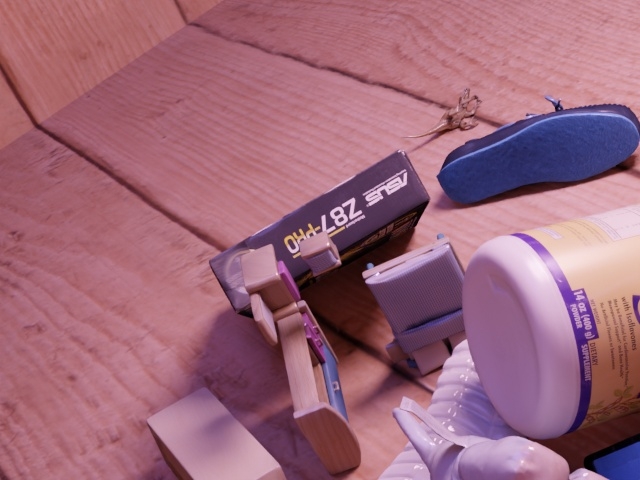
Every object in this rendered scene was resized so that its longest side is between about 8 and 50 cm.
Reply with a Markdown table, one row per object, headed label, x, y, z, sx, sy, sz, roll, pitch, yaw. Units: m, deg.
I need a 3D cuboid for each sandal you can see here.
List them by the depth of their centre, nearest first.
| label | x | y | z | sx | sy | sz | roll | pitch | yaw |
| --- | --- | --- | --- | --- | --- | --- | --- | --- | --- |
| sandal | 0.171 | 0.292 | 1.685 | 0.169 | 0.102 | 0.416 | 13 | 51 | 29 |

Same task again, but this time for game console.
| label | x | y | z | sx | sy | sz | roll | pitch | yaw |
| --- | --- | --- | --- | --- | --- | --- | --- | --- | --- |
| game console | 0.325 | 0.284 | 1.533 | 0.107 | 0.071 | 0.122 | -51 | 5 | -34 |

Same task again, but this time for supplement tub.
| label | x | y | z | sx | sy | sz | roll | pitch | yaw |
| --- | --- | --- | --- | --- | --- | --- | --- | --- | --- |
| supplement tub | 0.359 | 0.081 | 1.638 | 0.331 | 0.241 | 0.241 | -14 | 25 | -16 |

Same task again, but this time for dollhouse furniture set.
| label | x | y | z | sx | sy | sz | roll | pitch | yaw |
| --- | --- | --- | --- | --- | --- | --- | --- | --- | --- |
| dollhouse furniture set | 0.095 | 0.119 | 1.852 | 0.303 | 0.286 | 0.198 | -22 | 42 | 7 |

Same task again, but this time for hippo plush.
| label | x | y | z | sx | sy | sz | roll | pitch | yaw |
| --- | --- | --- | --- | --- | --- | --- | --- | --- | --- |
| hippo plush | 0.170 | 0.328 | 1.438 | 0.234 | 0.294 | 0.237 | 95 | -160 | -77 |

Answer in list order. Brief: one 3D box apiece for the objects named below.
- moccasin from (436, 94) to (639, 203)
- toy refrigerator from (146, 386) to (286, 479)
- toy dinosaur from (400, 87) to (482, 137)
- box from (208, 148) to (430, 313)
| label | x | y | z | sx | sy | sz | roll | pitch | yaw |
| --- | --- | --- | --- | --- | --- | --- | --- | --- | --- |
| moccasin | 0.343 | -0.163 | 2.226 | 0.342 | 0.138 | 0.117 | -11 | 29 | 28 |
| toy refrigerator | -0.137 | 0.311 | 1.926 | 0.102 | 0.094 | 0.269 | -29 | 28 | -16 |
| toy dinosaur | 0.235 | -0.217 | 2.512 | 0.183 | 0.053 | 0.092 | -39 | 14 | -33 |
| box | 0.000 | 0.000 | 2.107 | 0.318 | 0.097 | 0.395 | -28 | -4 | -2 |
